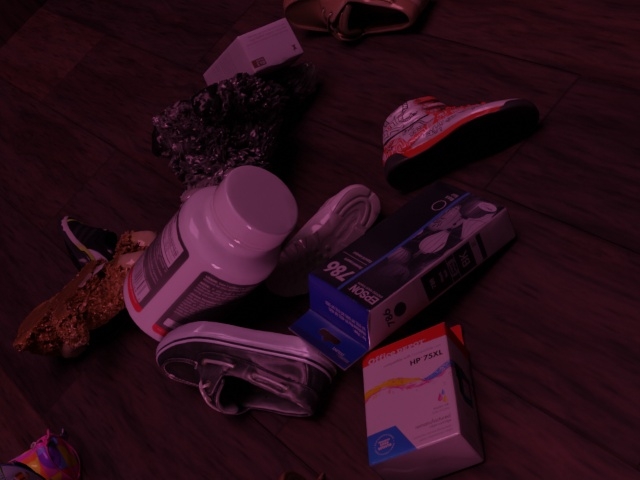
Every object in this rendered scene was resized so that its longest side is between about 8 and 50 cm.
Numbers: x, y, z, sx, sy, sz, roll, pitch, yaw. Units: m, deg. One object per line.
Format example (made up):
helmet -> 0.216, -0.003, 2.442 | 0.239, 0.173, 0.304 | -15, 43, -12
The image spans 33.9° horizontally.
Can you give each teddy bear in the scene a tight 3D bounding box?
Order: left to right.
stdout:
teddy bear -> -0.403, 0.110, 1.917 | 0.338, 0.113, 0.245 | -44, 22, 0

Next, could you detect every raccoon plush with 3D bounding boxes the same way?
raccoon plush -> -0.096, -0.149, 1.917 | 0.446, 0.299, 0.216 | -27, 1, -32

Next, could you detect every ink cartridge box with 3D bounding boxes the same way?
ink cartridge box -> 0.109, 0.041, 1.537 | 0.332, 0.065, 0.165 | -38, 35, -18
ink cartridge box -> 0.132, 0.204, 1.416 | 0.134, 0.078, 0.231 | -25, 40, 20

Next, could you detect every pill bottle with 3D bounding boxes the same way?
pill bottle -> -0.173, 0.023, 1.681 | 0.318, 0.176, 0.176 | -44, 29, 40

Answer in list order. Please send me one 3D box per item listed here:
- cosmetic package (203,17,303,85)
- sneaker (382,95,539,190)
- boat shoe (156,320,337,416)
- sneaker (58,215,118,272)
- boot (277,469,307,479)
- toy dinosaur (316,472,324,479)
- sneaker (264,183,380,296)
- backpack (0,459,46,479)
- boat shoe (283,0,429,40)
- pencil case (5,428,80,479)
cosmetic package -> -0.136, -0.345, 2.064 | 0.117, 0.086, 0.231 | -27, 0, -26
sneaker -> 0.218, -0.196, 1.718 | 0.270, 0.090, 0.145 | -26, 43, 23
boat shoe -> -0.135, 0.204, 1.608 | 0.335, 0.121, 0.119 | -3, 48, 36
sneaker -> -0.458, 0.012, 2.125 | 0.097, 0.084, 0.234 | -24, 36, -16
boot -> -0.066, 0.446, 1.287 | 0.220, 0.109, 0.284 | -28, 73, 27
toy dinosaur -> -0.042, 0.401, 1.387 | 0.211, 0.064, 0.112 | -51, 38, -12
sneaker -> 0.000, 0.000, 1.736 | 0.235, 0.090, 0.095 | -42, 20, -2
backpack -> -0.504, 0.470, 1.569 | 0.263, 0.276, 0.213 | -36, 43, -4
boat shoe -> 0.053, -0.461, 2.087 | 0.341, 0.122, 0.110 | 0, 53, 39
pencil case -> -0.510, 0.409, 1.750 | 0.236, 0.104, 0.104 | -35, 38, 10
